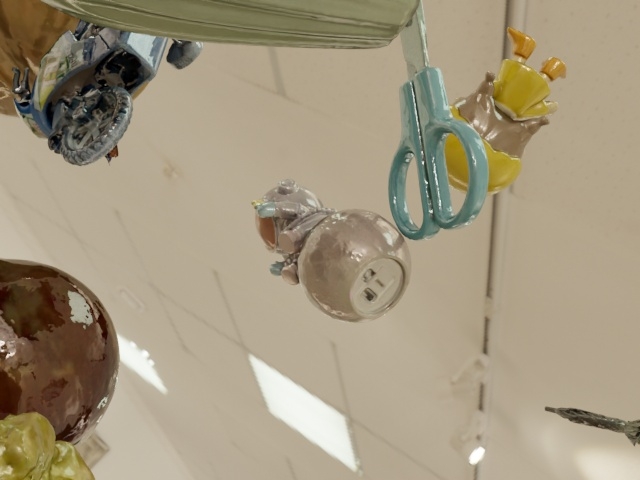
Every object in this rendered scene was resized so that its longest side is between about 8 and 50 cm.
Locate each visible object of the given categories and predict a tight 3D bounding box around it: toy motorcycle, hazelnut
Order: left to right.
[{"bbox_3d":[-0.327,0.114,0.772,0.218,0.234,0.217,174,-90,-71],"label":"hazelnut"},{"bbox_3d":[-0.176,-0.157,0.618,0.136,0.254,0.092,-13,-37,34],"label":"toy motorcycle"}]

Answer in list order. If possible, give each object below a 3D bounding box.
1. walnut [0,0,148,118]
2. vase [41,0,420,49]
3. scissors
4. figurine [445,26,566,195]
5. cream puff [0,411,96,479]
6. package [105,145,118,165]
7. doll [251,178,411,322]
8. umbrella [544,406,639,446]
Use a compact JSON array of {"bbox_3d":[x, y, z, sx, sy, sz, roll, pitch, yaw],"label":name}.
[{"bbox_3d":[-0.300,-0.271,0.849,0.297,0.285,0.285,-11,-55,32],"label":"walnut"},{"bbox_3d":[-0.059,-0.178,0.460,0.248,0.128,0.128,10,-17,-21],"label":"vase"},{"bbox_3d":[0.115,-0.226,0.915,0.193,0.029,0.446,156,-71,-65],"label":"scissors"},{"bbox_3d":[0.354,-0.255,1.554,0.215,0.343,0.187,33,-5,7],"label":"figurine"},{"bbox_3d":[-0.225,0.200,0.479,0.221,0.194,0.194,-30,-74,40],"label":"cream puff"},{"bbox_3d":[-0.353,-0.176,1.217,0.110,0.033,0.077,65,-26,2],"label":"package"},{"bbox_3d":[0.000,0.000,1.015,0.287,0.151,0.151,36,-22,51],"label":"doll"},{"bbox_3d":[0.369,0.238,0.953,0.269,0.044,0.044,164,-76,-66],"label":"umbrella"}]
